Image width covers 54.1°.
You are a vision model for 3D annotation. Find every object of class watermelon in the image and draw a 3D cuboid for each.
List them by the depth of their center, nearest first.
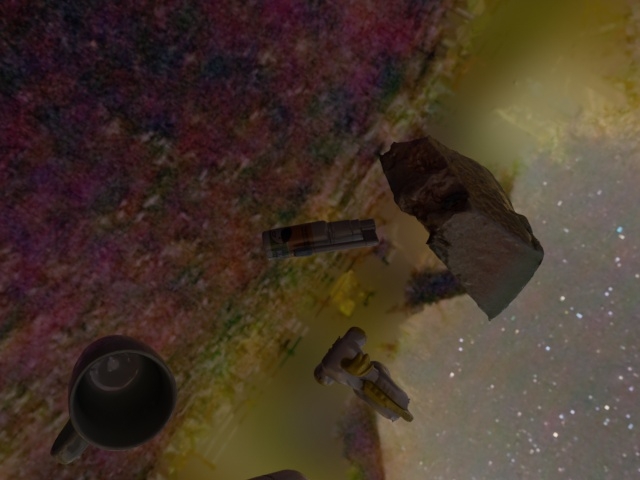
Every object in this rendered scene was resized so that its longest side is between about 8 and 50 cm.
[{"bbox_3d":[0.257,-0.039,1.074,0.151,0.302,0.264,-34,-144,20],"label":"watermelon"}]

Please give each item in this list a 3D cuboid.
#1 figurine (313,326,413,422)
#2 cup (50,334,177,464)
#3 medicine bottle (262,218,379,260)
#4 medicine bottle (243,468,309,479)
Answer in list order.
[{"bbox_3d":[0.076,0.224,0.986,0.109,0.178,0.129,-46,-159,-11],"label":"figurine"},{"bbox_3d":[-0.417,0.301,1.207,0.258,0.186,0.234,-48,-159,-14],"label":"cup"},{"bbox_3d":[0.000,0.000,1.212,0.092,0.220,0.061,-103,-177,-59],"label":"medicine bottle"},{"bbox_3d":[-0.142,0.544,1.249,0.340,0.130,0.130,6,120,-51],"label":"medicine bottle"}]
